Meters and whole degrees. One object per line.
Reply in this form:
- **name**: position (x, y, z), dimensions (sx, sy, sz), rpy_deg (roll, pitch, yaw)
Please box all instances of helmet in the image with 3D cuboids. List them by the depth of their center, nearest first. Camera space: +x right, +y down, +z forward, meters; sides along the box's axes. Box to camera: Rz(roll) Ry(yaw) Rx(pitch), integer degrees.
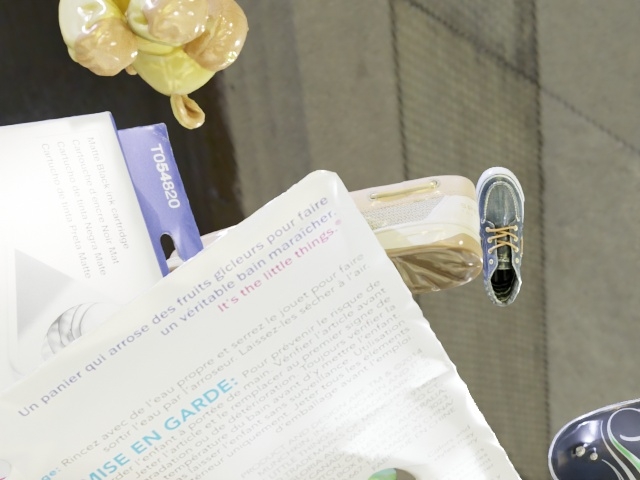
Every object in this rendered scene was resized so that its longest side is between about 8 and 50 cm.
- **helmet**: position (0.268, 0.228, 1.036), dimensions (0.169, 0.169, 0.162), rpy_deg (114, 149, -48)

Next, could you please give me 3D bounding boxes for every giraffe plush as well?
- **giraffe plush**: position (-0.137, -0.189, 1.099), dimensions (0.210, 0.181, 0.170), rpy_deg (3, 153, 35)

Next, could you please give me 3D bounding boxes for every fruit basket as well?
- **fruit basket**: position (-0.071, 0.157, 0.520), dimensions (0.353, 0.327, 0.165), rpy_deg (55, 179, -43)

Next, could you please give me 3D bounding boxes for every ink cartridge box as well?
- **ink cartridge box**: position (-0.152, 0.030, 0.810), dimensions (0.045, 0.224, 0.223), rpy_deg (-29, 78, 50)

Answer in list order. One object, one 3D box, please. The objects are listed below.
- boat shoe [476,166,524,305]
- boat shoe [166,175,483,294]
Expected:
- **boat shoe**: position (0.246, -0.003, 1.705), dimensions (0.065, 0.083, 0.183), rpy_deg (-5, 123, 5)
- **boat shoe**: position (0.000, 0.000, 1.184), dimensions (0.302, 0.098, 0.109), rpy_deg (-8, 148, 15)
